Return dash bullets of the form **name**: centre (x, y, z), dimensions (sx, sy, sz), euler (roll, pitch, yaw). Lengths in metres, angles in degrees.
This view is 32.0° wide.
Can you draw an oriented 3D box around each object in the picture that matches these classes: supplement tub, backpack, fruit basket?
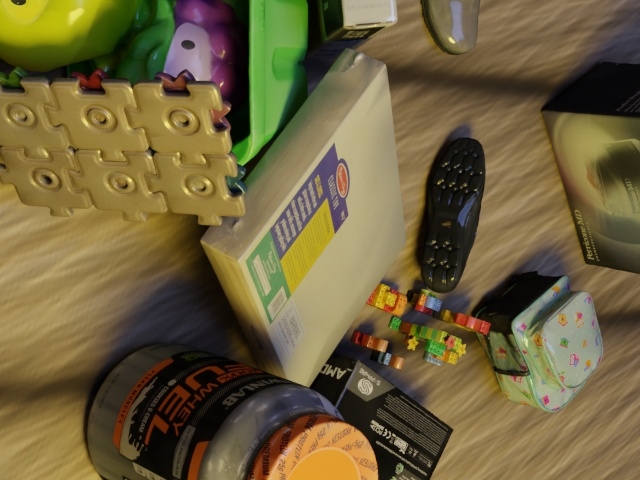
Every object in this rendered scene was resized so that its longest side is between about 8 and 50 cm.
- **supplement tub**: centre (-0.098, 0.230, 1.205), dimensions (0.194, 0.316, 0.193), euler (-8, 102, -40)
- **backpack**: centre (0.338, 0.161, 1.682), dimensions (0.166, 0.144, 0.188), euler (-37, 122, -36)
- **fruit basket**: centre (-0.192, -0.255, 1.100), dimensions (0.392, 0.283, 0.392), euler (-15, 108, -56)

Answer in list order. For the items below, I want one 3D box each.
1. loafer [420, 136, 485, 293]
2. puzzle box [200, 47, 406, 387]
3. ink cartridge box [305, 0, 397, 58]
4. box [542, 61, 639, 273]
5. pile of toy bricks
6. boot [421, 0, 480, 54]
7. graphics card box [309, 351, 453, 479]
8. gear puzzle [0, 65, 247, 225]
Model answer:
- **loafer**: centre (0.186, -0.035, 1.572), dimensions (0.078, 0.076, 0.223), euler (49, 52, -74)
- **puzzle box**: centre (0.000, 0.000, 1.292), dimensions (0.272, 0.052, 0.409), euler (-54, 158, -20)
- **ink cartridge box**: centre (0.017, -0.367, 1.217), dimensions (0.072, 0.303, 0.307), euler (-7, 94, -6)
- **box**: centre (0.532, -0.101, 1.699), dimensions (0.183, 0.294, 0.296), euler (-37, 119, -28)
- **pile of toy bricks**: centre (0.151, 0.131, 1.539), dimensions (0.212, 0.105, 0.118), euler (23, 82, -40)
- **boot**: centre (0.215, -0.368, 1.472), dimensions (0.083, 0.161, 0.246), euler (-14, 106, -38)
- **graphics card box**: centre (0.009, 0.355, 1.464), dimensions (0.233, 0.094, 0.371), euler (38, 74, -37)
- **gear puzzle**: centre (-0.236, -0.097, 1.065), dimensions (0.175, 0.339, 0.044), euler (80, 19, -44)
